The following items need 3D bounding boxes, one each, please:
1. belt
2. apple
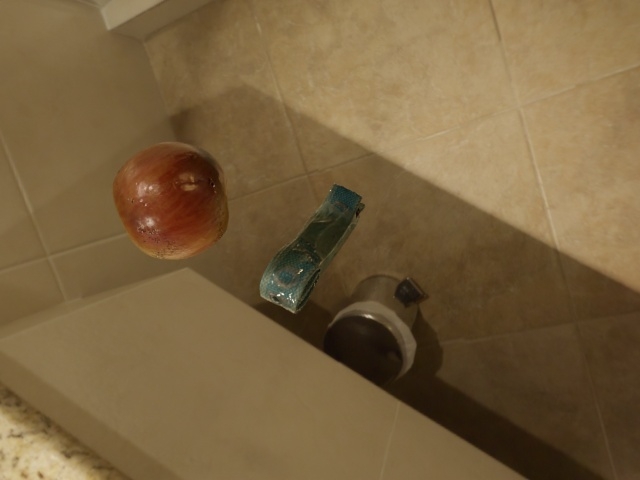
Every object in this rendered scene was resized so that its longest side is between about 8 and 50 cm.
[{"bbox_3d":[0.000,0.000,0.732,0.072,0.302,0.087,21,129,12],"label":"belt"},{"bbox_3d":[-0.169,-0.049,0.538,0.146,0.146,0.146,4,104,18],"label":"apple"}]
